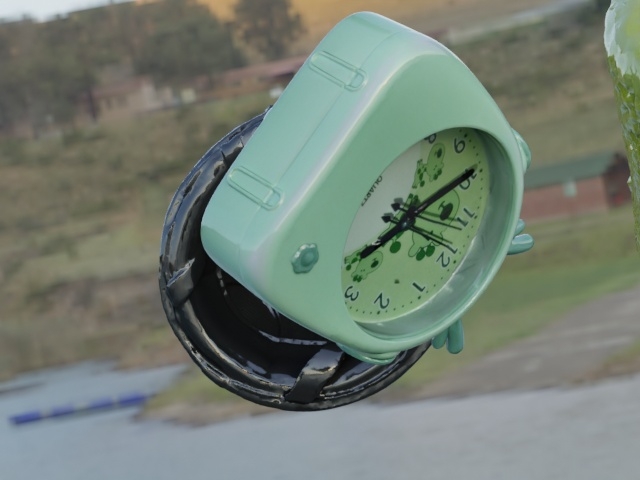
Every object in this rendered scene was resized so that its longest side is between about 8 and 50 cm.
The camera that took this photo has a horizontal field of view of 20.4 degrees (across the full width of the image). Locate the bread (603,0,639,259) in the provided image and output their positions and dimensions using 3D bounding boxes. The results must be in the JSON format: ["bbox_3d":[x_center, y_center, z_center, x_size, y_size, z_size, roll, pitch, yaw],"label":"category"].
[{"bbox_3d":[0.378,-0.097,1.317,0.348,0.348,0.308,-11,-41,21],"label":"bread"}]

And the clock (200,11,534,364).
[{"bbox_3d":[0.041,-0.011,0.963,0.066,0.159,0.211,33,-5,41],"label":"clock"}]

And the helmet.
[{"bbox_3d":[0.000,0.000,1.437,0.279,0.230,0.160,-49,4,-1],"label":"helmet"}]
